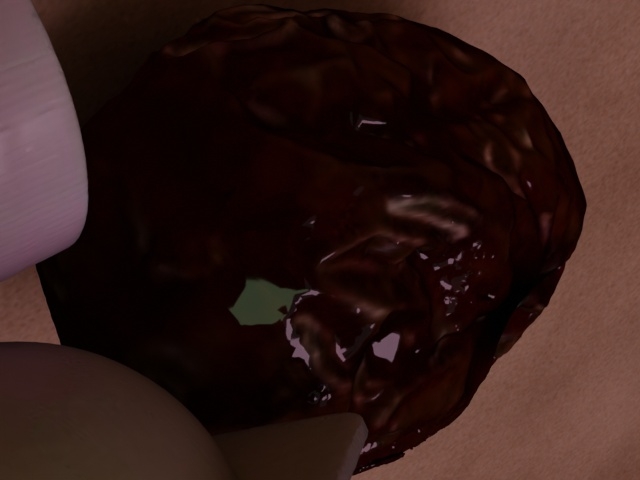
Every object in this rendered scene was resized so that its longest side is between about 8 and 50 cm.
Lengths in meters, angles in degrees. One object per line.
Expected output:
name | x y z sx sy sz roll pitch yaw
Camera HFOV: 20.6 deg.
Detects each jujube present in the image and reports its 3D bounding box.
jujube | -0.001 0.001 1.045 0.377 0.276 0.276 -4 131 -51

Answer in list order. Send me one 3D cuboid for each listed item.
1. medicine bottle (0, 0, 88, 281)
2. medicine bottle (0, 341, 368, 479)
medicine bottle | -0.304 -0.003 0.732 0.378 0.213 0.213 -26 145 -27
medicine bottle | -0.185 0.172 0.835 0.406 0.236 0.236 -12 153 17
